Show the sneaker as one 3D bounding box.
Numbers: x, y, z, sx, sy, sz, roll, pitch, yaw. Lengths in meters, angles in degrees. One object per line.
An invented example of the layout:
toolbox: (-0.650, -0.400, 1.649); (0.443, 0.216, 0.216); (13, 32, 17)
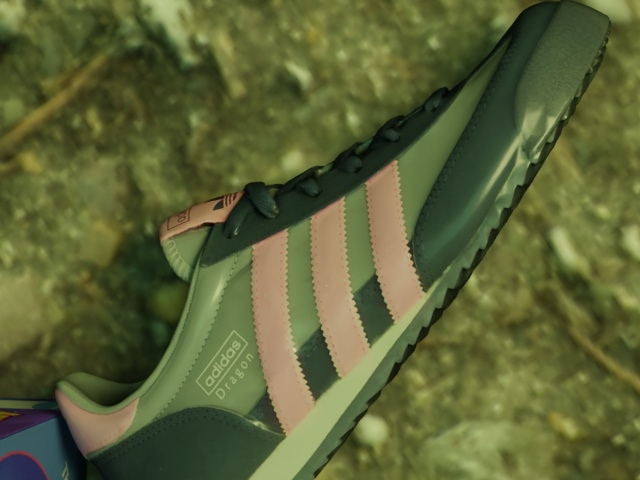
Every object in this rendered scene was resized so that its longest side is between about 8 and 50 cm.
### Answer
sneaker: (0.000, 0.000, 0.811); (0.131, 0.112, 0.319); (38, 96, 4)

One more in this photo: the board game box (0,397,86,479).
board game box: (-0.175, 0.255, 0.787); (0.078, 0.233, 0.347); (1, 91, 10)
